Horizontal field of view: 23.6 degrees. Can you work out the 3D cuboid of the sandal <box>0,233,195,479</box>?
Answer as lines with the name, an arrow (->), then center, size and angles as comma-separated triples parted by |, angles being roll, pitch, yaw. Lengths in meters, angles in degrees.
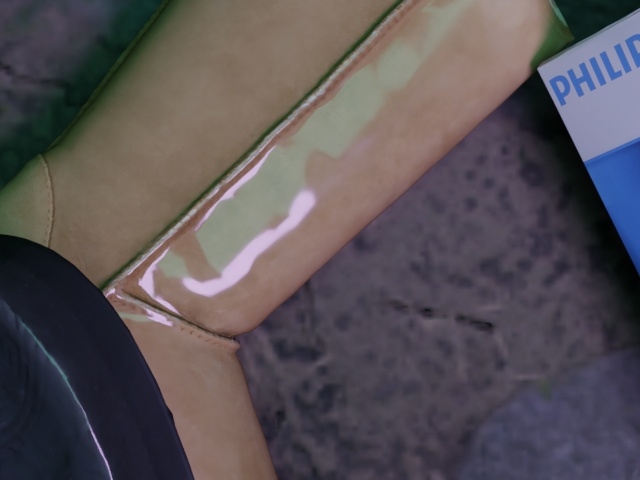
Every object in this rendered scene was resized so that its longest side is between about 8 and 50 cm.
sandal -> -0.071, 0.219, 0.508 | 0.107, 0.167, 0.446 | -32, 100, -51

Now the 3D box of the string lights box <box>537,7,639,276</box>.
string lights box -> 0.203, 0.018, 0.592 | 0.133, 0.077, 0.260 | -27, 90, -35

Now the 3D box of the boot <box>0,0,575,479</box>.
boot -> 0.000, 0.000, 0.587 | 0.236, 0.089, 0.269 | 45, 81, -2
